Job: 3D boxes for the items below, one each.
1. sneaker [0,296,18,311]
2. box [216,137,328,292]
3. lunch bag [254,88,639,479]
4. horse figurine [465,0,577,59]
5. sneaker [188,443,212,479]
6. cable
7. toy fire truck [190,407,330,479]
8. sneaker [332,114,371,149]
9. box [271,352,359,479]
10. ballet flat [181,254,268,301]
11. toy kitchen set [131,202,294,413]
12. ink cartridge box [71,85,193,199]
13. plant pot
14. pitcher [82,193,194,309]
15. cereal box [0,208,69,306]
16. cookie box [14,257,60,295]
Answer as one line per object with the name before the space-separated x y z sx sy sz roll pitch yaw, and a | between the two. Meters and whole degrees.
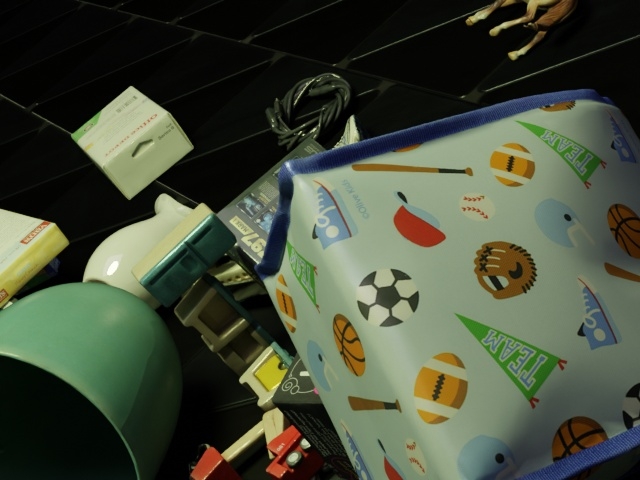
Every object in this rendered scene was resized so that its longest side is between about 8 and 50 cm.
sneaker | -0.542 0.170 1.644 0.295 0.124 0.178 1 42 51
box | 0.000 0.000 1.354 0.183 0.059 0.232 -42 63 -17
lunch bag | 0.184 0.060 0.932 0.385 0.239 0.328 -20 69 -22
horse figurine | 0.323 -0.371 1.641 0.174 0.066 0.263 -38 30 6
sneaker | -0.145 0.276 1.246 0.031 0.037 0.083 -10 42 30
cable | -0.013 -0.211 1.756 0.150 0.047 0.184 -28 31 1
toy fire truck | -0.042 0.227 1.209 0.192 0.047 0.135 -47 34 -20
sneaker | 0.042 -0.139 1.603 0.058 0.052 0.135 -26 33 20
box | 0.089 0.122 1.124 0.142 0.163 0.247 -6 42 42
ballet flat | -0.083 0.032 1.449 0.280 0.096 0.095 -18 34 23
toy kitchen set | -0.095 0.087 1.277 0.122 0.207 0.166 -45 35 -4
ink cartridge box | -0.347 -0.182 1.957 0.154 0.093 0.212 -41 32 -9
plant pot | -0.299 0.188 1.286 0.293 0.293 0.235 -16 22 26
pitcher | -0.234 0.030 1.578 0.177 0.126 0.207 12 42 30
cereal box | -0.524 0.029 1.683 0.240 0.047 0.173 13 52 47
cookie box | -0.513 0.030 1.815 0.091 0.107 0.040 -26 34 13
